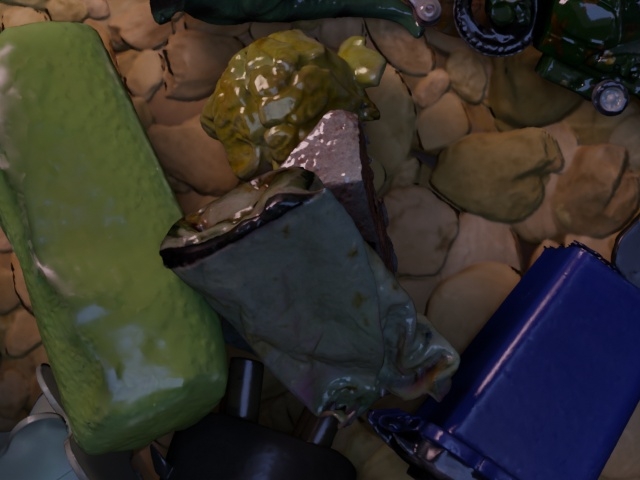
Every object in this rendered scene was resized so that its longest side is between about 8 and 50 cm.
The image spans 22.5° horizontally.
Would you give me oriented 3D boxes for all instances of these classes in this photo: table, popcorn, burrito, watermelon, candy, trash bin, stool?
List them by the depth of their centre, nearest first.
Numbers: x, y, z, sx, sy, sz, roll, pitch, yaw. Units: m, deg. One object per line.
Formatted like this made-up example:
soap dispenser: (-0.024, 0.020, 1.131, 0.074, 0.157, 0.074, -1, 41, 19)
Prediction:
burrito: (0.000, 0.047, 1.218, 0.144, 0.089, 0.229, -25, 123, 24)
candy: (-0.183, -0.008, 1.261, 0.142, 0.132, 0.343, -15, 74, -30)
watermelon: (0.000, 0.000, 1.283, 0.154, 0.241, 0.094, 1, 49, -4)
table: (-0.256, 0.222, 1.303, 0.198, 0.166, 0.166, -35, 96, 5)
popcorn: (-0.021, -0.104, 1.311, 0.162, 0.135, 0.141, -11, 78, 4)
stool: (-0.033, 0.189, 1.335, 0.228, 0.153, 0.139, 34, 68, -48)
trash bin: (0.174, 0.122, 1.337, 0.184, 0.162, 0.234, 35, 84, -7)

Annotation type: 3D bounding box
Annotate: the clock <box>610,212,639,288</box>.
clock: (0.432, 0.014, 1.406, 0.279, 0.049, 0.273, 44, 89, -6)

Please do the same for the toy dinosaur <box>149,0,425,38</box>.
toy dinosaur: (-0.054, -0.234, 1.330, 0.292, 0.079, 0.120, 1, 99, -18)

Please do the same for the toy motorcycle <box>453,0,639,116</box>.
toy motorcycle: (0.261, -0.198, 1.342, 0.275, 0.125, 0.187, 25, 102, -10)

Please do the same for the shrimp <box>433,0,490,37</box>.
shrimp: (0.139, -0.249, 1.362, 0.095, 0.045, 0.162, 23, 89, -7)

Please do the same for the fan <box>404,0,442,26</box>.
fan: (-0.006, -0.277, 1.335, 0.282, 0.023, 0.057, 46, 67, 3)
